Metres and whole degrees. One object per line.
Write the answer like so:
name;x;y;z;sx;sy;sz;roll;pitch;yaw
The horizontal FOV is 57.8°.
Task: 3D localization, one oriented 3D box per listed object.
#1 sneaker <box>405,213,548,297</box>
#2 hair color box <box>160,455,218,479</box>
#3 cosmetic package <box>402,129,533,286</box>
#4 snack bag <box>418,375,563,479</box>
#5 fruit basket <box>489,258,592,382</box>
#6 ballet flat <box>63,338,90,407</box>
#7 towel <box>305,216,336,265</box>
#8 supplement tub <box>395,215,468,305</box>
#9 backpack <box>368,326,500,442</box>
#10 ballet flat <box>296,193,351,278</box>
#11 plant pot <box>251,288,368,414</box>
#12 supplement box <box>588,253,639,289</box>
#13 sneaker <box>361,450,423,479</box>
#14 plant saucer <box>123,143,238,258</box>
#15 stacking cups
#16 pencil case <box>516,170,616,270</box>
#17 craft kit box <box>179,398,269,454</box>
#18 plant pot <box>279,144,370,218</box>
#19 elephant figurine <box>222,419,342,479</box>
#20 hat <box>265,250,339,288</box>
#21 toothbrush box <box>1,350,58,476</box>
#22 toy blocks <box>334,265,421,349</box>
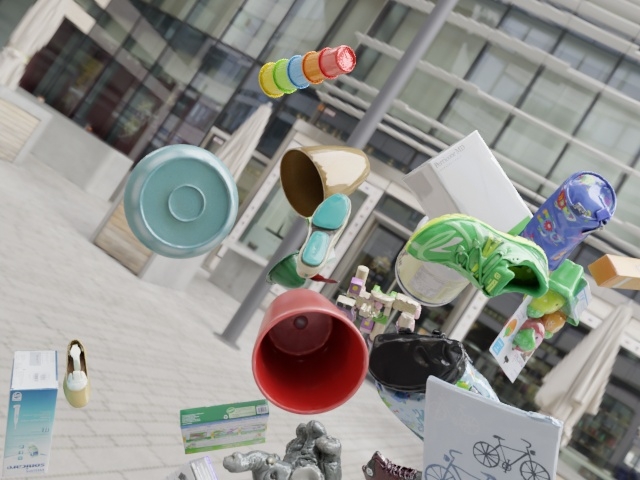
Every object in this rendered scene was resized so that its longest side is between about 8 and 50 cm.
sneaker;0.307;0.035;1.089;0.296;0.109;0.123;13;39;-12
hair color box;-0.488;0.893;1.956;0.110;0.339;0.185;10;47;-59
cosmetic package;0.413;-0.080;1.552;0.365;0.197;0.155;56;-21;-3
snack bag;0.364;0.489;1.294;0.323;0.342;0.037;12;21;40
fruit basket;0.629;0.228;1.659;0.165;0.353;0.327;25;-14;38
ballet flat;-0.762;0.407;1.801;0.080;0.073;0.232;-7;46;-23
towel;0.000;0.000;1.731;0.023;0.152;0.113;-16;1;25
supplement tub;0.384;0.046;1.813;0.235;0.235;0.325;32;-28;7
backpack;0.318;0.414;1.517;0.290;0.273;0.355;-3;-31;46
ballet flat;0.006;-0.008;1.387;0.086;0.248;0.086;18;-38;15
plant pot;-0.039;0.248;1.433;0.275;0.275;0.243;34;9;-16
supplement box;0.921;0.099;1.754;0.233;0.080;0.078;6;54;-30
sneaker;0.253;0.791;1.978;0.106;0.281;0.162;-22;87;-59
plant saucer;-0.370;-0.103;1.581;0.317;0.317;0.044;34;-9;-26
stacking cups;-0.039;-0.430;1.481;0.096;0.096;0.316;35;-15;-34
pencil case;0.557;-0.030;1.332;0.306;0.119;0.133;101;-28;-63
craft kit box;-0.280;0.550;1.704;0.246;0.250;0.061;101;-20;-49
plant pot;0.034;-0.221;1.921;0.237;0.254;0.237;33;-46;41
elephant figurine;-0.071;0.501;1.215;0.186;0.169;0.239;34;36;27
hat;-0.066;0.153;1.954;0.183;0.173;0.208;52;-17;20
toothbrush box;-0.858;0.506;1.715;0.126;0.295;0.216;7;17;-27
toy blocks;0.192;0.293;2.064;0.289;0.260;0.309;19;27;10
